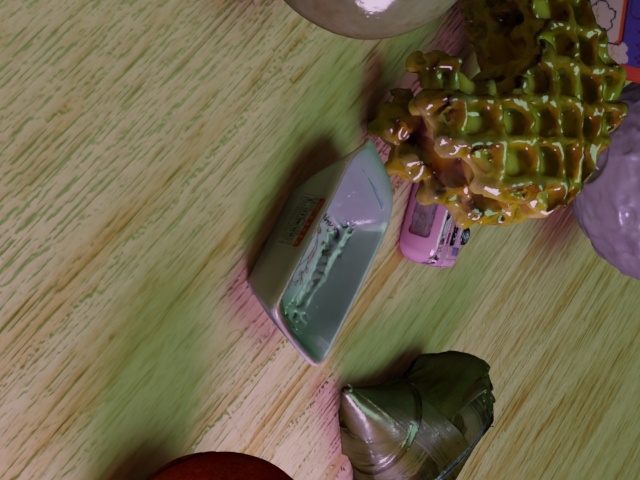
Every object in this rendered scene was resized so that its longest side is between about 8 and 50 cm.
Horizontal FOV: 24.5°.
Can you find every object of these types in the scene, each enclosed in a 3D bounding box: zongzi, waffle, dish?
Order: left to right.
[{"bbox_3d":[0.000,0.000,1.547,0.234,0.064,0.154,-62,151,-19],"label":"dish"},{"bbox_3d":[0.117,0.188,1.813,0.251,0.125,0.274,-53,140,-33],"label":"zongzi"},{"bbox_3d":[0.213,-0.164,1.691,0.261,0.151,0.324,49,58,-16],"label":"waffle"}]

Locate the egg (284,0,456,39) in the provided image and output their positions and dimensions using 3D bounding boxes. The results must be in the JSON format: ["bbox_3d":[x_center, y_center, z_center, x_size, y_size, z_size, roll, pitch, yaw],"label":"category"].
[{"bbox_3d":[0.043,-0.323,1.284,0.218,0.218,0.295,-26,120,-55],"label":"egg"}]

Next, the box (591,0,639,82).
[{"bbox_3d":[0.483,-0.402,2.021,0.348,0.257,0.319,-29,128,-52],"label":"box"}]

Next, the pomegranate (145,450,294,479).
[{"bbox_3d":[-0.104,0.307,1.380,0.235,0.210,0.210,-38,149,2],"label":"pomegranate"}]

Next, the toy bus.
[{"bbox_3d":[0.155,-0.068,1.803,0.090,0.063,0.203,7,100,-62],"label":"toy bus"}]

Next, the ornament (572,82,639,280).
[{"bbox_3d":[0.529,-0.093,2.208,0.337,0.337,0.337,-38,136,-48],"label":"ornament"}]
